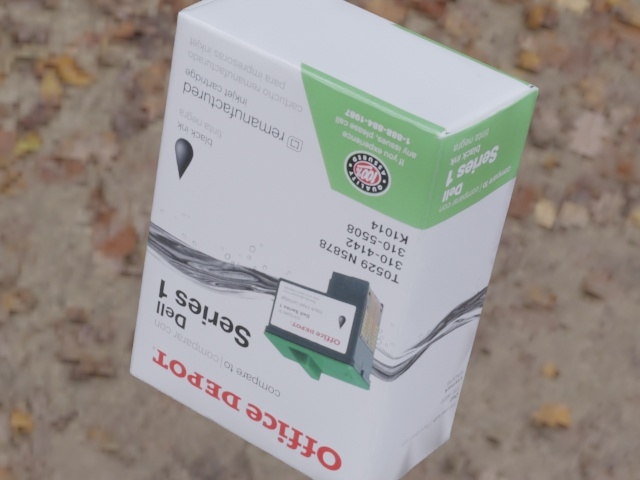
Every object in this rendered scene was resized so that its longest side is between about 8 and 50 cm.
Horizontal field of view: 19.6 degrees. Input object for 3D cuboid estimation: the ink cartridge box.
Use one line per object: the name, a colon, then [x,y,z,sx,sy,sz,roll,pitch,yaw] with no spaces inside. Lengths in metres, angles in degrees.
ink cartridge box: [0.000,0.000,0.933,0.160,0.219,0.092,27,34,25]
